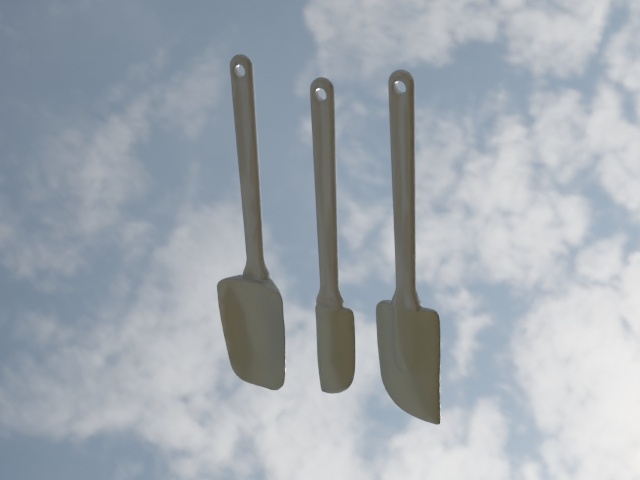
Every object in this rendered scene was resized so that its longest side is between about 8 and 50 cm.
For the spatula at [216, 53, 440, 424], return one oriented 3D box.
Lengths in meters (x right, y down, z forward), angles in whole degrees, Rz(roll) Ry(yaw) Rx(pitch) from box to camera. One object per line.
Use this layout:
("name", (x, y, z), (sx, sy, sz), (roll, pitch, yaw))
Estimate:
("spatula", (0.000, 0.000, 0.889), (0.019, 0.168, 0.242), (-34, -53, -49))
